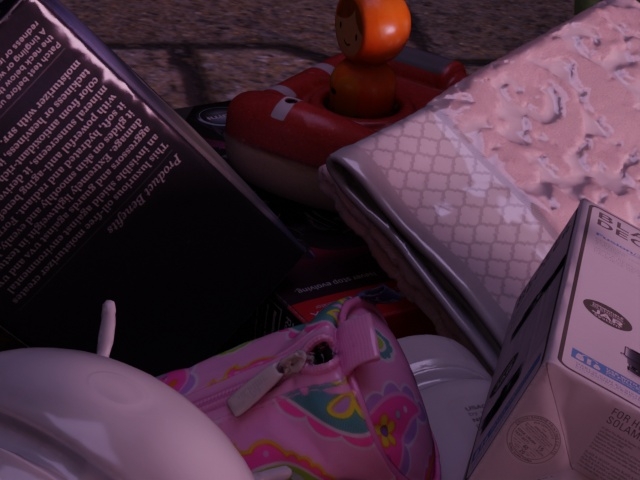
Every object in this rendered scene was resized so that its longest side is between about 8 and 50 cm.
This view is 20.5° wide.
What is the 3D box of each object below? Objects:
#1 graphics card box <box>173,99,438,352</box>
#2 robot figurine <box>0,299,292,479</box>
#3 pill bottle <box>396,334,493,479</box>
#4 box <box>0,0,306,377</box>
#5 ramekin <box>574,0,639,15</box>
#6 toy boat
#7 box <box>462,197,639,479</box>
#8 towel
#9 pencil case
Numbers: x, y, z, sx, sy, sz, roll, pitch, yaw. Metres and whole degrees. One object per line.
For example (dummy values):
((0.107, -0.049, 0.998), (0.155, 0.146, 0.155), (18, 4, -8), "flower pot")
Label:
((0.000, 0.000, 1.348), (0.233, 0.094, 0.371), (-12, 30, -27), "graphics card box")
((-0.151, 0.188, 0.773), (0.200, 0.300, 0.353), (-10, 34, 51), "robot figurine")
((0.089, 0.155, 1.018), (0.131, 0.131, 0.229), (-4, 29, -17), "pill bottle")
((-0.211, -0.069, 1.191), (0.183, 0.294, 0.296), (-46, 42, -2), "box")
((0.403, -0.236, 1.658), (0.303, 0.303, 0.148), (-12, 38, -29), "ramekin")
((0.031, -0.116, 1.310), (0.151, 0.151, 0.231), (20, 31, 28), "toy boat")
((0.183, 0.087, 0.971), (0.169, 0.087, 0.290), (30, 20, 3), "box")
((0.210, 0.002, 1.204), (0.317, 0.053, 0.332), (-29, 71, -30), "towel")
((-0.078, 0.121, 0.955), (0.284, 0.124, 0.124), (-21, 23, 16), "pencil case")
